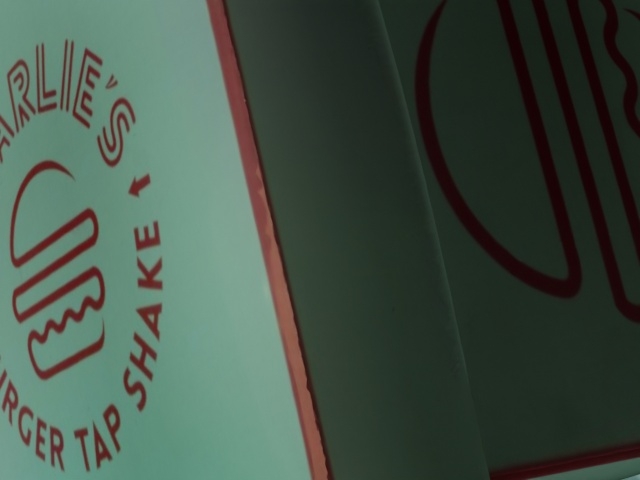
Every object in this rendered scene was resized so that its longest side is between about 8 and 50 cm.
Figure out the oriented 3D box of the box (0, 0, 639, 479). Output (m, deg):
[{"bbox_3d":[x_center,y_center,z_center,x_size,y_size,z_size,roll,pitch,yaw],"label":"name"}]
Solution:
[{"bbox_3d":[0.000,0.000,0.715,0.314,0.300,0.312,-28,70,49],"label":"box"}]
